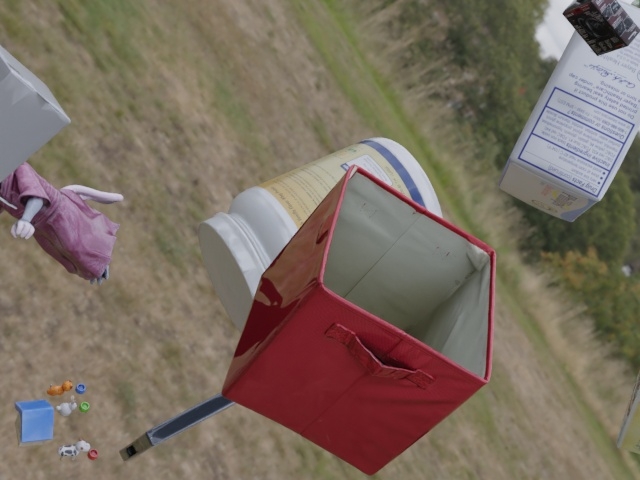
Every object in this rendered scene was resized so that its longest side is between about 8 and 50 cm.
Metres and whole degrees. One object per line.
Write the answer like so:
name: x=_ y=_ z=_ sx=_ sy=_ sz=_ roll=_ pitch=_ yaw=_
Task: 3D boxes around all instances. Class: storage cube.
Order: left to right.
storage cube: x=0.040 y=0.081 z=0.942 sx=0.184 sy=0.193 sz=0.215 roll=30 pitch=40 yaw=-13

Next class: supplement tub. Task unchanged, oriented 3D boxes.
supplement tub: x=0.000 y=0.000 z=1.424 sx=0.228 sy=0.316 sz=0.228 roll=51 pitch=-25 yaw=35

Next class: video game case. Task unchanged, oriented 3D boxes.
video game case: x=-0.182 y=0.255 z=1.380 sx=0.026 sy=0.196 sz=0.274 roll=62 pitch=-25 yaw=7

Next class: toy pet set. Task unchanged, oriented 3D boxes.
toy pet set: x=-0.364 y=0.240 z=1.322 sx=0.114 sy=0.065 sz=0.122 roll=1 pitch=51 yaw=-32

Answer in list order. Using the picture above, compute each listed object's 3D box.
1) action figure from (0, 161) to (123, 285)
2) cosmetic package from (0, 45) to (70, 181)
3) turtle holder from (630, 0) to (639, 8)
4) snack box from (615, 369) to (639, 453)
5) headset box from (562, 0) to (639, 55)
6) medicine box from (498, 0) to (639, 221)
action figure: x=-0.536 y=-0.076 z=1.844 sx=0.370 sy=0.248 sz=0.275 roll=49 pitch=54 yaw=-42
cosmetic package: x=-0.447 y=-0.127 z=1.179 sx=0.107 sy=0.238 sz=0.127 roll=46 pitch=-3 yaw=32
turtle holder: x=0.655 y=-0.431 z=1.598 sx=0.227 sy=0.320 sz=0.243 roll=107 pitch=-35 yaw=-55
snack box: x=0.418 y=0.182 z=0.985 sx=0.322 sy=0.187 sz=0.060 roll=67 pitch=43 yaw=-62
headset box: x=0.349 y=-0.277 z=1.195 sx=0.083 sy=0.032 sz=0.062 roll=46 pitch=-16 yaw=-13
medicine box: x=0.415 y=-0.196 z=1.500 sx=0.149 sy=0.289 sz=0.263 roll=28 pitch=-2 yaw=9
